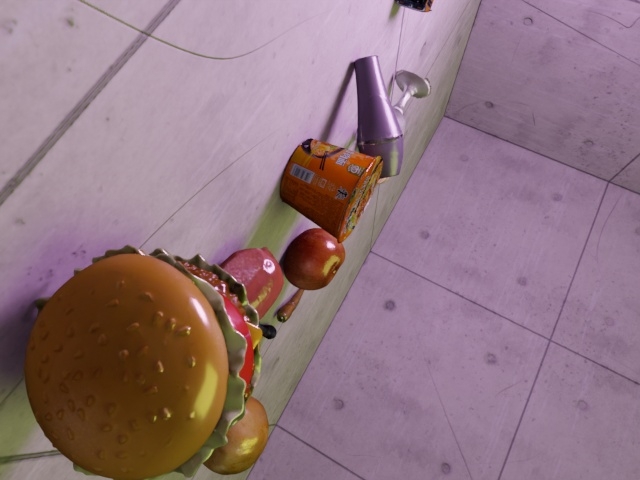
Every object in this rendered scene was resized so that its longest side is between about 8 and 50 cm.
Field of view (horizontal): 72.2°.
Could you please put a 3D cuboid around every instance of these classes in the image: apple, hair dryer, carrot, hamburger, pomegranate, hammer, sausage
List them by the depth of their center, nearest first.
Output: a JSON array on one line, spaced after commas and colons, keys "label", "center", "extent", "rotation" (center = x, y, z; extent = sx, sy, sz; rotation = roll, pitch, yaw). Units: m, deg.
[{"label": "hamburger", "center": [-0.207, 0.142, 0.523], "extent": [0.275, 0.274, 0.212], "rotation": [-63, 174, -2]}, {"label": "sausage", "center": [-0.171, 0.115, 0.898], "extent": [0.254, 0.148, 0.148], "rotation": [-53, 163, -36]}, {"label": "hair dryer", "center": [0.135, -0.332, 1.246], "extent": [0.361, 0.120, 0.302], "rotation": [-113, -169, -80]}, {"label": "pomegranate", "center": [-0.252, 0.542, 1.252], "extent": [0.233, 0.233, 0.233], "rotation": [-58, 166, -24]}, {"label": "apple", "center": [-0.014, 0.061, 1.350], "extent": [0.201, 0.162, 0.201], "rotation": [-60, 167, -24]}, {"label": "hammer", "center": [-0.187, 0.291, 1.396], "extent": [0.137, 0.037, 0.290], "rotation": [-61, 167, -13]}, {"label": "carrot", "center": [-0.100, 0.225, 1.609], "extent": [0.254, 0.049, 0.049], "rotation": [-49, 161, -60]}]

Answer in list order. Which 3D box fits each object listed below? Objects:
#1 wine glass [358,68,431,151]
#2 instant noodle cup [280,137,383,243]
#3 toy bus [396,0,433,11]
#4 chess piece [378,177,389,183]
[{"label": "wine glass", "center": [0.247, -0.418, 1.489], "extent": [0.321, 0.143, 0.143], "rotation": [-61, 167, -13]}, {"label": "instant noodle cup", "center": [0.022, -0.132, 1.069], "extent": [0.230, 0.182, 0.230], "rotation": [-58, 166, -24]}, {"label": "toy bus", "center": [0.277, -0.707, 1.166], "extent": [0.103, 0.091, 0.182], "rotation": [-37, 149, -62]}, {"label": "chess piece", "center": [0.225, -0.277, 1.757], "extent": [0.117, 0.117, 0.397], "rotation": [-67, 168, 14]}]
